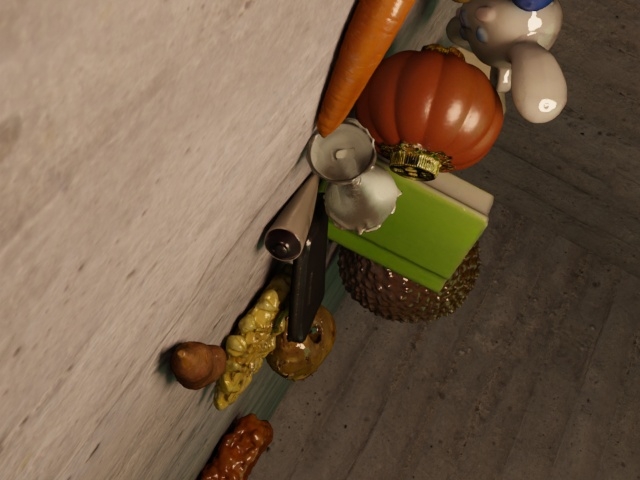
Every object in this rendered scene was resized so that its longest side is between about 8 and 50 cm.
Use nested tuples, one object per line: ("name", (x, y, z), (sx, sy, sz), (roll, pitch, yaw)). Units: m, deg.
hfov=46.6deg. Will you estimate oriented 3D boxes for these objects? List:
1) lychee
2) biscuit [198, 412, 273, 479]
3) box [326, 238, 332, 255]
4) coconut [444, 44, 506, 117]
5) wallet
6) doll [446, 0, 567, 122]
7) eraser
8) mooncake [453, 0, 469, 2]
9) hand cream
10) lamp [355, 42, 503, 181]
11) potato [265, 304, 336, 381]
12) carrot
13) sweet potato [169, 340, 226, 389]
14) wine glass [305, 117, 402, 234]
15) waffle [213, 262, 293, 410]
("lychee", (0.244, 0.038, 1.997), (0.380, 0.432, 0.381), (-46, -149, 37))
("biscuit", (-0.235, 0.600, 1.937), (0.318, 0.110, 0.312), (-60, 171, -10))
("box", (0.000, 0.000, 1.469), (0.055, 0.039, 0.218), (-56, 172, -24))
("coconut", (0.314, -0.317, 1.698), (0.241, 0.241, 0.241), (-59, 173, -12))
("wallet", (-0.020, 0.054, 1.239), (0.149, 0.044, 0.250), (-66, 166, -51))
("doll", (0.281, -0.396, 1.087), (0.187, 0.376, 0.366), (-10, 123, -24))
("eraser", (0.127, -0.048, 1.265), (0.092, 0.274, 0.210), (-65, -179, -47))
("mooncake", (0.187, -0.398, 0.878), (0.235, 0.117, 0.235), (-59, 176, -7))
("hand cream", (-0.034, -0.032, 1.069), (0.186, 0.054, 0.087), (-66, 177, -55))
("lamp", (0.160, -0.191, 1.110), (0.223, 0.223, 0.197), (81, 25, -79))
("potato", (-0.046, 0.208, 1.569), (0.173, 0.140, 0.300), (-55, 177, -4))
("carrot", (0.047, -0.220, 0.870), (0.062, 0.066, 0.271), (3, 132, -32))
("sweet potato", (-0.157, 0.157, 0.928), (0.065, 0.051, 0.218), (-56, 172, -7))
("wine glass", (0.045, -0.093, 1.048), (0.122, 0.122, 0.183), (-59, 163, -11))
("waffle", (-0.112, 0.170, 1.290), (0.250, 0.056, 0.261), (-55, 166, -49))
